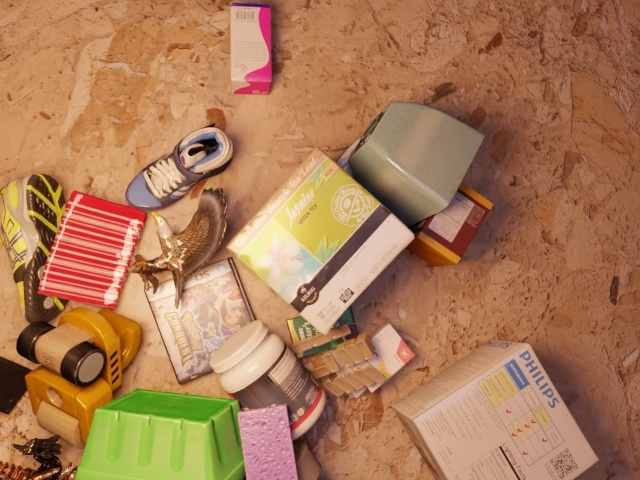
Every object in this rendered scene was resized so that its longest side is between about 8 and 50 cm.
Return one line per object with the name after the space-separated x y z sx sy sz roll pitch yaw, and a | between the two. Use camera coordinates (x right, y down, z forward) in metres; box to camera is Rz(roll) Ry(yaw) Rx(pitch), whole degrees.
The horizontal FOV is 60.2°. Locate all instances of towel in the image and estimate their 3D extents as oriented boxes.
-0.578 0.027 1.416 0.199 0.031 0.274 21 82 -33 | towel

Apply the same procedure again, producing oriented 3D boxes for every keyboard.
-0.864 0.344 1.310 0.201 0.033 0.317 -58 137 -15 | keyboard

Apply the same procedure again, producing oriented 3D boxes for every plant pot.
0.228 -0.221 1.467 0.252 0.248 0.247 35 69 -9 | plant pot

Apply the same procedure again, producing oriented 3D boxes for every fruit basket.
-0.351 0.560 1.319 0.393 0.283 0.391 1 93 16 | fruit basket

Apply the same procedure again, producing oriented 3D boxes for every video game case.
-0.310 0.214 1.495 0.249 0.035 0.274 -21 87 -9 | video game case

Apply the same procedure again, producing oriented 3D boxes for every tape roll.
-0.106 0.604 1.388 0.219 0.219 0.072 -34 90 -9 | tape roll

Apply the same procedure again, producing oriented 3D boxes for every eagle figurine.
-0.339 0.001 1.401 0.298 0.225 0.226 -31 56 -7 | eagle figurine

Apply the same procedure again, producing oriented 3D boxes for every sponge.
-0.118 0.495 1.278 0.117 0.031 0.209 -10 79 -1 | sponge

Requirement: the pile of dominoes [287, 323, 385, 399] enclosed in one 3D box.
0.029 0.327 1.478 0.251 0.040 0.195 -25 105 23 | pile of dominoes

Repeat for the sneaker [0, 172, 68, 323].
-0.740 0.025 1.430 0.147 0.145 0.384 -4 86 22 | sneaker

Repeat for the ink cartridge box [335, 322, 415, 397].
0.145 0.334 1.523 0.198 0.067 0.115 -40 90 -8 | ink cartridge box

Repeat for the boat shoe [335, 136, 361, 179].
0.055 -0.164 1.550 0.088 0.096 0.267 37 82 -6 | boat shoe

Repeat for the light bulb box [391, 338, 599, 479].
0.449 0.506 1.464 0.361 0.225 0.357 -30 88 -10 | light bulb box

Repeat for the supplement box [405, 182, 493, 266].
0.339 -0.045 1.523 0.129 0.191 0.194 34 82 -4 | supplement box

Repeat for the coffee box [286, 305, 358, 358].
0.007 0.249 1.528 0.184 0.040 0.113 -13 87 -8 | coffee box

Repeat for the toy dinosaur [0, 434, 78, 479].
-0.676 0.596 1.342 0.322 0.218 0.164 -5 49 0 | toy dinosaur

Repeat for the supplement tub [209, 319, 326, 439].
-0.132 0.359 1.403 0.191 0.191 0.272 -39 101 -9 | supplement tub

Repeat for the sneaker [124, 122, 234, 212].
-0.374 -0.190 1.425 0.323 0.236 0.130 -28 88 -9 | sneaker

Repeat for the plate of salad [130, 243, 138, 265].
-0.585 0.012 1.457 0.200 0.048 0.199 -4 96 -34 | plate of salad

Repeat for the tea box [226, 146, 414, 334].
0.000 0.000 1.401 0.324 0.220 0.329 41 91 0 | tea box

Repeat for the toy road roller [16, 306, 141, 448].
-0.572 0.319 1.377 0.203 0.241 0.329 18 118 22 | toy road roller

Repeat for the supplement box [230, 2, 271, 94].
-0.195 -0.531 1.546 0.111 0.114 0.219 0 83 -8 | supplement box
